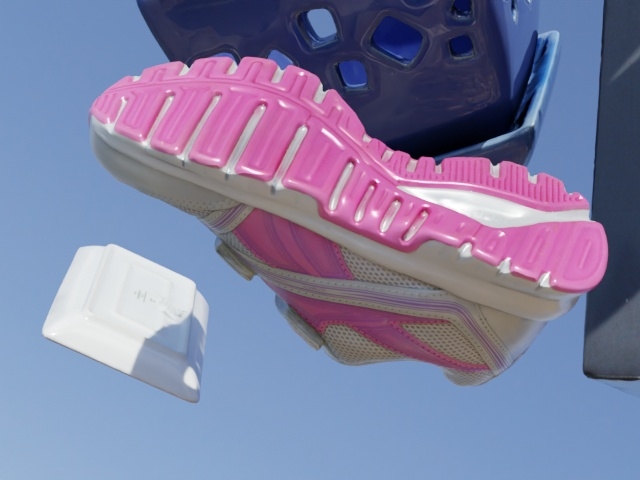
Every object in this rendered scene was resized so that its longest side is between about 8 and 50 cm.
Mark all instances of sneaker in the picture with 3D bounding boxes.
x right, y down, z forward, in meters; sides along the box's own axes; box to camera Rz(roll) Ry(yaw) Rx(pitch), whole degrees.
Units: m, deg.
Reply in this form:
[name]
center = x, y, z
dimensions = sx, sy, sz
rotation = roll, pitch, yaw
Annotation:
[sneaker]
center = 0.000, 0.000, 0.639
dimensions = 0.252, 0.103, 0.111
rotation = 25, -52, 9

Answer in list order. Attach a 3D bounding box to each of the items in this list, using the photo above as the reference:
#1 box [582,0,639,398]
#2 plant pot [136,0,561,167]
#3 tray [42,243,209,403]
[box]
center = 0.309, -0.058, 0.824
dimensions = 0.179, 0.343, 0.312
rotation = -3, -16, 33
[plant pot]
center = 0.043, -0.146, 0.938
dimensions = 0.236, 0.236, 0.212
rotation = -15, -68, 22
[tray]
center = -0.166, 0.062, 1.228
dimensions = 0.145, 0.030, 0.270
rotation = 26, 12, -10
